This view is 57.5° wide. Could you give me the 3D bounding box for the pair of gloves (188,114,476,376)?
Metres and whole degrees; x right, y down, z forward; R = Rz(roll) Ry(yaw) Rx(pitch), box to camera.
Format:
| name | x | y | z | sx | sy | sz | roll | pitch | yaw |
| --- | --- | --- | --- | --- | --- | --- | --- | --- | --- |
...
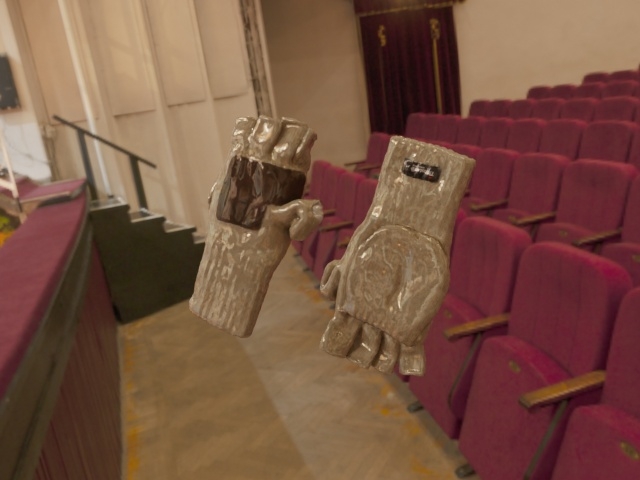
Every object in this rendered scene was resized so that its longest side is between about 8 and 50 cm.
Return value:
| name | x | y | z | sx | sy | sz | roll | pitch | yaw |
| --- | --- | --- | --- | --- | --- | --- | --- | --- | --- |
| pair of gloves | 0.000 | 0.000 | 0.516 | 0.240 | 0.204 | 0.042 | 13 | 5 | 21 |
